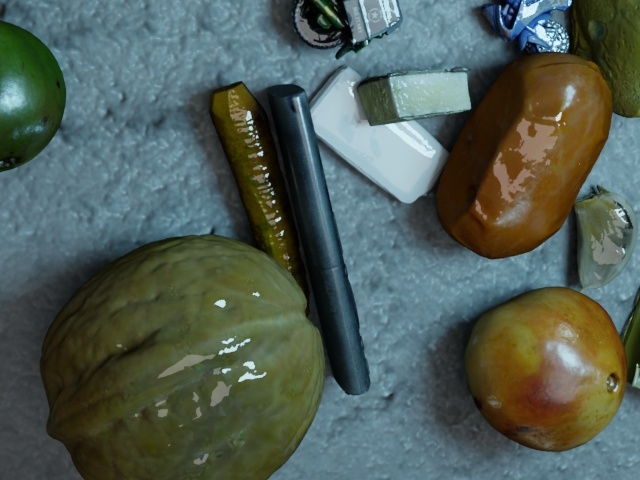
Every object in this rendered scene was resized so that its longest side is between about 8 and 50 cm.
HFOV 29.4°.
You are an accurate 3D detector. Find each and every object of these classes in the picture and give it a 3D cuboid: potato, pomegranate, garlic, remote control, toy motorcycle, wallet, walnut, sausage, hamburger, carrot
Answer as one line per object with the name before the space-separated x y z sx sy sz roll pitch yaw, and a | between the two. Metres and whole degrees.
potato | 0.116 -0.173 1.452 0.122 0.086 0.061 -9 94 -30
pomegranate | 0.284 0.156 1.529 0.209 0.209 0.209 -3 104 -11
garlic | 0.369 0.002 1.582 0.084 0.066 0.152 0 102 16
remote control | 0.000 0.000 1.474 0.044 0.107 0.377 -15 106 -5
pomegranate | -0.383 -0.180 1.324 0.187 0.187 0.225 -28 83 -4
toy motorcycle | 0.253 -0.315 1.471 0.114 0.076 0.205 1 103 -5
wallet | 0.070 -0.125 1.497 0.190 0.033 0.095 39 95 -18
walnut | -0.159 0.153 1.391 0.333 0.333 0.332 -3 104 -11
toy motorcycle | 0.029 -0.351 1.390 0.187 0.125 0.274 -15 109 2
sausage | 0.245 -0.104 1.469 0.141 0.153 0.268 19 108 -30
hamburger | 0.395 -0.253 1.457 0.122 0.189 0.215 -16 107 -18
carrot | -0.062 -0.039 1.472 0.066 0.066 0.314 -20 107 -7

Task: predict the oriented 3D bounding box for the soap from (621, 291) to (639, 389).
soap | 0.493 0.098 1.621 0.135 0.076 0.233 16 99 -15
